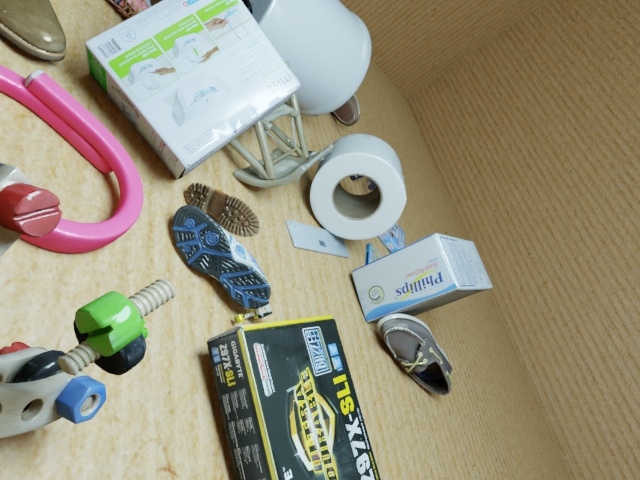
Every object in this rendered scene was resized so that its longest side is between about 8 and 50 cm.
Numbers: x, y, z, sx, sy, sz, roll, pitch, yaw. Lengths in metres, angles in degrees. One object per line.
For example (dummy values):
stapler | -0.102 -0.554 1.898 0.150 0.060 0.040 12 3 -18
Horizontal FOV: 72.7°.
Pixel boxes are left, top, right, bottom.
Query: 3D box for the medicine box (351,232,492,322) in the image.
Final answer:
medicine box | 0.278 0.107 1.181 0.289 0.263 0.149 9 59 -53

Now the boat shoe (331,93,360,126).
boat shoe | 0.037 -0.579 1.681 0.116 0.123 0.324 -9 65 -55

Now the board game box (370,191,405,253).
board game box | 0.229 -0.055 1.547 0.211 0.039 0.160 50 27 -20

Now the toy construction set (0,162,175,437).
toy construction set | -0.318 0.064 0.299 0.309 0.257 0.237 40 38 7

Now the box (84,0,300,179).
box | -0.210 -0.279 0.750 0.262 0.127 0.231 -43 105 -20

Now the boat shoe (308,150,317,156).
boat shoe | -0.049 -0.224 1.235 0.040 0.049 0.142 25 30 5

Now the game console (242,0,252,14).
game console | -0.136 -0.582 0.906 0.044 0.361 0.213 -1 -72 70

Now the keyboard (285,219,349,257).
keyboard | 0.000 0.000 1.122 0.256 0.014 0.072 13 57 -56

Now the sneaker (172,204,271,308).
sneaker | -0.169 0.028 0.741 0.211 0.080 0.081 51 0 -11

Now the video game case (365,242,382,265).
video game case | 0.177 0.096 1.327 0.119 0.015 0.166 48 29 -23

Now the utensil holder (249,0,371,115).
utensil holder | -0.097 -0.565 1.187 0.385 0.328 0.327 13 52 -53

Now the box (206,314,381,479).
box | -0.026 0.286 0.673 0.257 0.079 0.322 11 59 -59

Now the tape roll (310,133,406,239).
tape roll | 0.101 -0.146 1.175 0.246 0.246 0.169 50 23 -19

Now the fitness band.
fitness band | -0.361 -0.112 0.552 0.291 0.054 0.209 46 29 -23

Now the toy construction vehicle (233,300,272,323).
toy construction vehicle | -0.105 0.155 0.757 0.098 0.035 0.085 -16 88 -61

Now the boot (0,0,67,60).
boot | -0.456 -0.411 0.626 0.305 0.115 0.112 60 24 -3

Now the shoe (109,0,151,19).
shoe | -0.378 -0.461 0.876 0.081 0.063 0.178 8 51 -56

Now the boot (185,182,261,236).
boot | -0.158 -0.054 0.786 0.158 0.059 0.085 32 6 21

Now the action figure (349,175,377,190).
action figure | 0.180 -0.295 1.655 0.185 0.099 0.285 42 27 -18

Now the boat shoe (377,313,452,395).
boat shoe | 0.258 0.305 1.146 0.324 0.117 0.096 47 25 -36

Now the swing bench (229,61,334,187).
swing bench | -0.119 -0.257 1.013 0.254 0.165 0.253 60 25 -11
